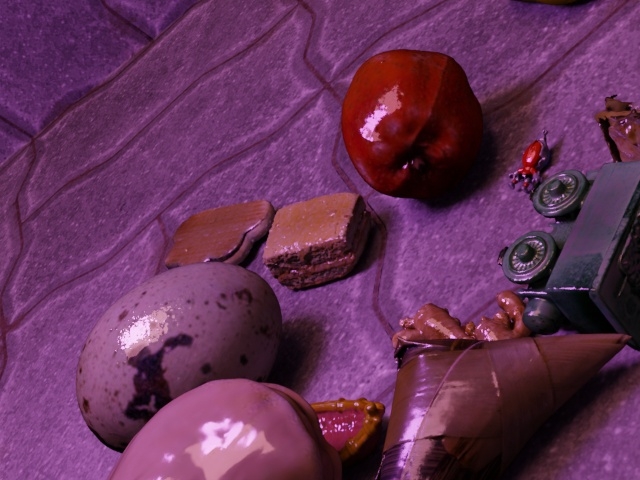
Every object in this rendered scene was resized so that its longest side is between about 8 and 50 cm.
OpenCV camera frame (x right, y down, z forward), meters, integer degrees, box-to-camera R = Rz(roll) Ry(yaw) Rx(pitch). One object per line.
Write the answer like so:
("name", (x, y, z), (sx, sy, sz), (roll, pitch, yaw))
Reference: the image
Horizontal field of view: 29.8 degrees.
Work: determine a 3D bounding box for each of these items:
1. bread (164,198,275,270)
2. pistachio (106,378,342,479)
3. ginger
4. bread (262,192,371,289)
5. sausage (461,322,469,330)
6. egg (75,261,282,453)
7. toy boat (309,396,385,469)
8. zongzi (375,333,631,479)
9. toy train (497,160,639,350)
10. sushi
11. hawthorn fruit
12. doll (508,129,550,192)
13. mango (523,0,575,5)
("bread", (-0.215, 0.009, 2.447), (0.286, 0.056, 0.207), (-6, 44, 48))
("pistachio", (-0.155, 0.401, 1.661), (0.365, 0.281, 0.445), (33, 86, 32))
("ginger", (0.214, 0.130, 1.728), (0.193, 0.052, 0.176), (-35, 37, -9))
("bread", (0.000, 0.000, 2.149), (0.196, 0.102, 0.138), (-17, 42, 34))
("sausage", (0.188, 0.208, 1.728), (0.029, 0.029, 0.223), (-16, 40, 40))
("egg", (-0.233, 0.196, 2.010), (0.379, 0.288, 0.287), (-38, 28, -11))
("toy boat", (-0.008, 0.294, 1.799), (0.318, 0.099, 0.141), (-18, 35, 42))
("zongzi", (0.231, 0.248, 1.525), (0.317, 0.154, 0.289), (-12, 50, 33))
("toy train", (0.370, 0.012, 1.636), (0.202, 0.145, 0.266), (1, 53, 47))
("sushi", (0.511, -0.136, 1.692), (0.131, 0.139, 0.291), (-36, 25, -28))
("hawthorn fruit", (0.159, -0.186, 2.030), (0.254, 0.254, 0.300), (-37, 20, 14))
("doll", (0.347, -0.129, 1.949), (0.114, 0.039, 0.057), (-61, 11, -12))
("mango", (0.429, -0.527, 2.239), (0.185, 0.149, 0.273), (-49, 25, -4))
